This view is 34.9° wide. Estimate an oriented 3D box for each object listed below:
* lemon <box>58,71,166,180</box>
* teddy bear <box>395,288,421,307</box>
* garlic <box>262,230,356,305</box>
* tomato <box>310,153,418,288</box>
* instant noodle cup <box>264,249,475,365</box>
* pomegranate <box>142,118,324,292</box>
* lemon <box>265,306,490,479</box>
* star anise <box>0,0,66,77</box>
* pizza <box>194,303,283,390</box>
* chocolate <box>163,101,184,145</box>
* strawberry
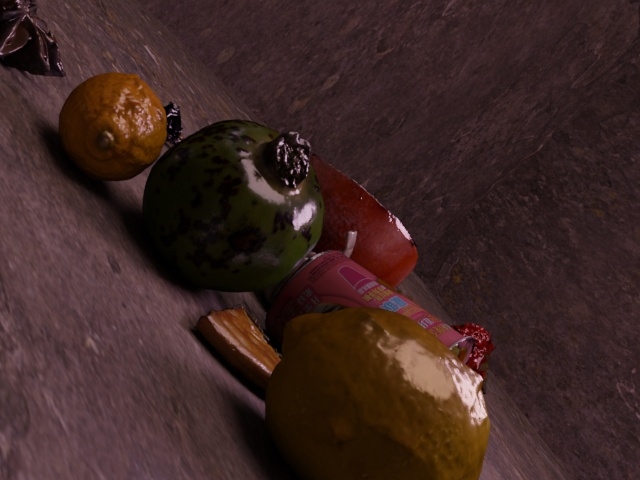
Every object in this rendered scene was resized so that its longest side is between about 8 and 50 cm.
[{"bbox_3d":[-0.271,-0.147,1.336,0.142,0.142,0.187,46,12,-17],"label":"lemon"},{"bbox_3d":[0.115,0.146,2.035,0.256,0.156,0.267,47,6,-22],"label":"teddy bear"},{"bbox_3d":[-0.013,0.055,1.646,0.127,0.194,0.131,36,24,-14],"label":"garlic"},{"bbox_3d":[-0.004,0.007,1.805,0.338,0.144,0.338,31,-24,15],"label":"tomato"},{"bbox_3d":[0.060,0.150,1.486,0.255,0.244,0.244,42,5,21],"label":"instant noodle cup"},{"bbox_3d":[-0.108,-0.052,1.366,0.254,0.270,0.254,20,52,-28],"label":"pomegranate"},{"bbox_3d":[0.062,0.195,1.147,0.288,0.233,0.233,46,7,-3],"label":"lemon"},{"bbox_3d":[-0.445,-0.320,1.435,0.231,0.089,0.209,59,0,32],"label":"star anise"},{"bbox_3d":[-0.103,0.126,1.303,0.184,0.036,0.176,40,8,-37],"label":"pizza"},{"bbox_3d":[-0.268,-0.201,1.945,0.147,0.072,0.070,50,2,-34],"label":"chocolate"},{"bbox_3d":[0.331,0.290,2.532,0.201,0.187,0.184,15,23,-1],"label":"strawberry"}]
